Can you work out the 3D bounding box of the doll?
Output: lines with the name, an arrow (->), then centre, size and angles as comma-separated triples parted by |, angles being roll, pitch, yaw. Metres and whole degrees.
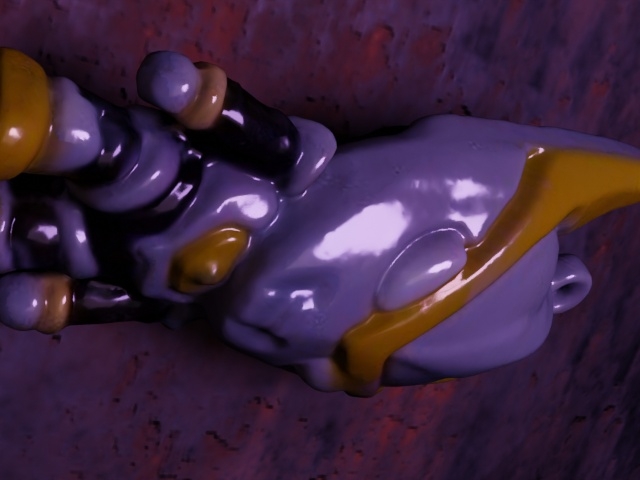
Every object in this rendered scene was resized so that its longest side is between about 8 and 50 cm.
doll -> 0.003, -0.002, 0.527 | 0.316, 0.103, 0.145 | 13, 108, -38
